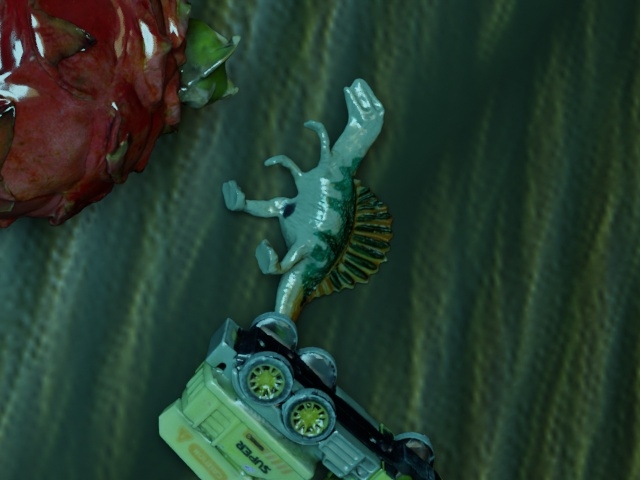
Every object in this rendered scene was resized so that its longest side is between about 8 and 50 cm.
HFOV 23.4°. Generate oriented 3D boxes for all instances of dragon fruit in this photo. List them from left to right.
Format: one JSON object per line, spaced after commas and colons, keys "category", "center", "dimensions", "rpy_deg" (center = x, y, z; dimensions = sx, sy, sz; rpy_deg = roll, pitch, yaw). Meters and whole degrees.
{"category": "dragon fruit", "center": [-0.156, -0.094, 0.819], "dimensions": [0.209, 0.172, 0.172], "rpy_deg": [-28, 93, -24]}

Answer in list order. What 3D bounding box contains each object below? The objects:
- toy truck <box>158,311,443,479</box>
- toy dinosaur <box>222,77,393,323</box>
{"category": "toy truck", "center": [-0.012, 0.124, 0.887], "dimensions": [0.169, 0.077, 0.100], "rpy_deg": [42, 105, -13]}
{"category": "toy dinosaur", "center": [0.002, 0.001, 0.933], "dimensions": [0.106, 0.044, 0.187], "rpy_deg": [-13, 97, -32]}
